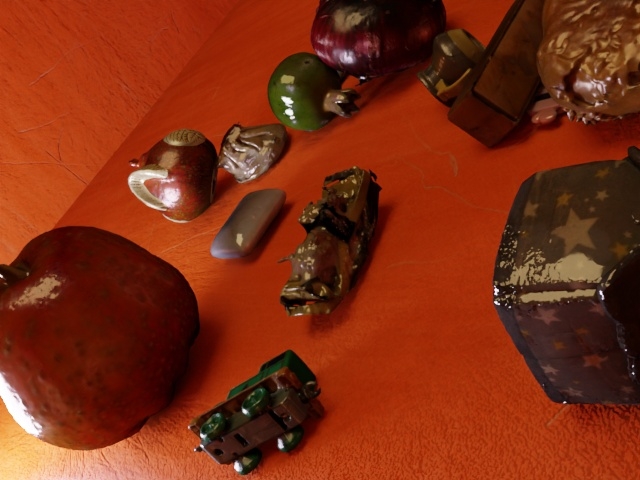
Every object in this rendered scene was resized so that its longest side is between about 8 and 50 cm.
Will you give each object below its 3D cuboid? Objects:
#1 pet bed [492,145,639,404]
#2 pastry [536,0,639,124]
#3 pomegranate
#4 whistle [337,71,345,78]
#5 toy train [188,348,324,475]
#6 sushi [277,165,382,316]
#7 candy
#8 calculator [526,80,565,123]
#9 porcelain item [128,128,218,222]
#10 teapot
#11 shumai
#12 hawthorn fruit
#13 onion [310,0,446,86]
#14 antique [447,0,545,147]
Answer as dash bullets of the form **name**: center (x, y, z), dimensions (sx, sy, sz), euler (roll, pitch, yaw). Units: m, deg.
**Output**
- **pet bed**: center (0.278, 0.042, 0.662), dimensions (0.159, 0.211, 0.183), euler (-6, 44, 38)
- **pastry**: center (0.430, -0.287, 0.972), dimensions (0.255, 0.162, 0.310), euler (-1, 59, 40)
- **pomegranate**: center (-0.012, -0.338, 1.672), dimensions (0.225, 0.187, 0.187), euler (24, 68, 33)
- **whistle**: center (0.040, -0.474, 1.850), dimensions (0.123, 0.123, 0.223), euler (9, 72, 58)
- **toy train**: center (-0.087, 0.241, 1.022), dimensions (0.228, 0.091, 0.136), euler (-33, 18, 24)
- **sushi**: center (0.004, 0.005, 1.189), dimensions (0.139, 0.131, 0.290), euler (-15, 47, 42)
- **candy**: center (-0.155, -0.037, 1.526), dimensions (0.138, 0.071, 0.174), euler (-6, 45, 52)
- **calculator**: center (0.377, -0.236, 1.127), dimensions (0.103, 0.024, 0.166), euler (-5, 44, 51)
- **porcelain item**: center (-0.380, -0.170, 1.824), dimensions (0.253, 0.253, 0.253), euler (-33, 29, 21)
- **teapot**: center (0.245, -0.305, 1.297), dimensions (0.119, 0.130, 0.165), euler (-48, 17, 26)
- **shumai**: center (-0.182, -0.240, 1.805), dimensions (0.201, 0.120, 0.201), euler (-36, 28, 23)
- **hawthorn fruit**: center (-0.432, 0.159, 1.292), dimensions (0.403, 0.403, 0.402), euler (-33, 29, 21)
- **onion**: center (0.129, -0.495, 1.596), dimensions (0.314, 0.232, 0.314), euler (-5, 37, 4)
- **antique**: center (0.322, -0.301, 1.191), dimensions (0.310, 0.093, 0.087), euler (-58, 4, -28)
